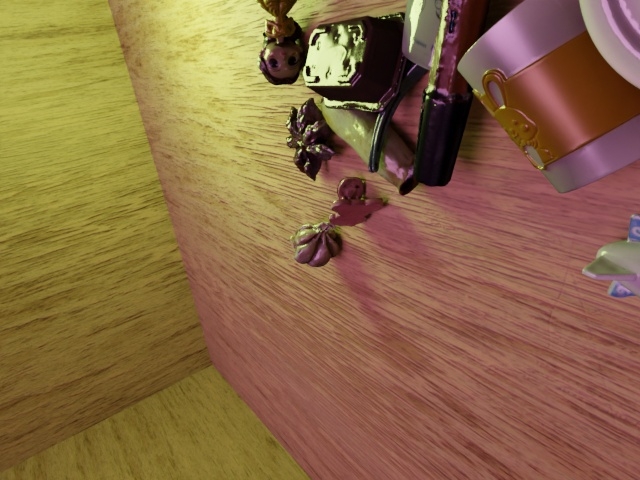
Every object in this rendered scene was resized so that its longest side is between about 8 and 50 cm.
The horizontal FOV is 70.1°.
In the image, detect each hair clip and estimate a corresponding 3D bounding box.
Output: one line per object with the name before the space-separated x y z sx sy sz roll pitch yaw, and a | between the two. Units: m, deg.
hair clip | 0.135 -0.237 0.857 0.070 0.039 0.229 40 118 37
hair clip | 0.075 -0.069 1.082 0.102 0.123 0.138 -102 19 -50

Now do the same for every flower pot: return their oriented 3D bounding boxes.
flower pot | 0.052 -0.348 0.876 0.251 0.084 0.178 27 107 53

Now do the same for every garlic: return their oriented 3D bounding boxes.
garlic | 0.000 0.000 1.246 0.194 0.131 0.127 -35 61 53

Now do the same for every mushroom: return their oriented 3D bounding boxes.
mushroom | 0.104 -0.215 0.959 0.312 0.081 0.099 51 141 29

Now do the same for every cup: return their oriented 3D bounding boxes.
cup | 0.306 -0.187 0.587 0.226 0.186 0.241 59 -176 4

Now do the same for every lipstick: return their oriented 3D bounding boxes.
lipstick | 0.197 -0.268 0.670 0.077 0.077 0.417 41 144 38

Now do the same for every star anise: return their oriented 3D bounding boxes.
star anise | -0.035 -0.261 1.152 0.196 0.073 0.212 67 154 12

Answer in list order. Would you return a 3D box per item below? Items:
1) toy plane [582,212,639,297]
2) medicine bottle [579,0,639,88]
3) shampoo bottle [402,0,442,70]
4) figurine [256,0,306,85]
toy plane | 0.462 0.064 0.530 0.267 0.123 0.266 35 137 39
medicine bottle | 0.374 -0.242 0.341 0.253 0.241 0.252 38 140 41
shampoo bottle | 0.199 -0.437 0.652 0.134 0.078 0.359 44 143 34
figurine | -0.093 -0.496 1.017 0.168 0.188 0.315 40 150 32
